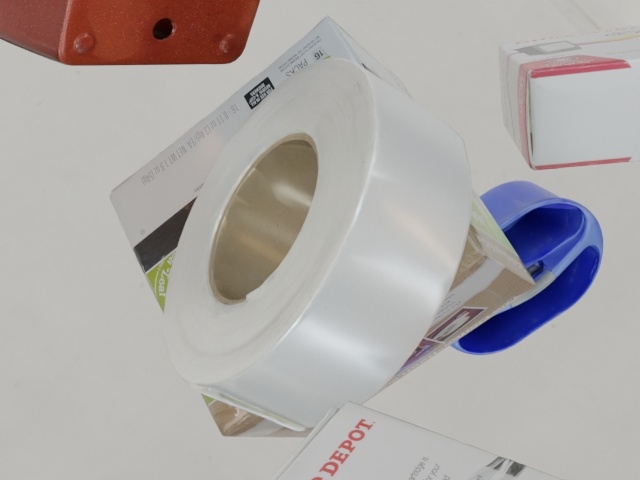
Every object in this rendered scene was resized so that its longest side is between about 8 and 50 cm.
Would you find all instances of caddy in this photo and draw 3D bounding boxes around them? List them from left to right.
[{"bbox_3d":[0.335,0.052,1.700,0.341,0.179,0.241,-34,122,-3],"label":"caddy"}]

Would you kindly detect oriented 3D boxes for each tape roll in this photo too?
[{"bbox_3d":[-0.012,0.001,0.773,0.100,0.286,0.286,28,101,-29],"label":"tape roll"}]

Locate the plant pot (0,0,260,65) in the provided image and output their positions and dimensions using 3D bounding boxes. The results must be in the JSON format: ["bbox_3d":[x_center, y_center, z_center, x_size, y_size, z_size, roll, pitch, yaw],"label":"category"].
[{"bbox_3d":[-0.173,-0.284,0.810,0.267,0.236,0.267,-10,135,-41],"label":"plant pot"}]

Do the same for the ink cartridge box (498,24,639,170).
[{"bbox_3d":[0.361,-0.194,1.257,0.226,0.306,0.131,-6,109,5],"label":"ink cartridge box"}]

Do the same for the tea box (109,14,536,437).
[{"bbox_3d":[0.000,0.000,1.068,0.329,0.220,0.324,-37,66,15],"label":"tea box"}]

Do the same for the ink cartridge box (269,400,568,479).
[{"bbox_3d":[0.067,0.182,0.494,0.203,0.148,0.086,16,119,24],"label":"ink cartridge box"}]
